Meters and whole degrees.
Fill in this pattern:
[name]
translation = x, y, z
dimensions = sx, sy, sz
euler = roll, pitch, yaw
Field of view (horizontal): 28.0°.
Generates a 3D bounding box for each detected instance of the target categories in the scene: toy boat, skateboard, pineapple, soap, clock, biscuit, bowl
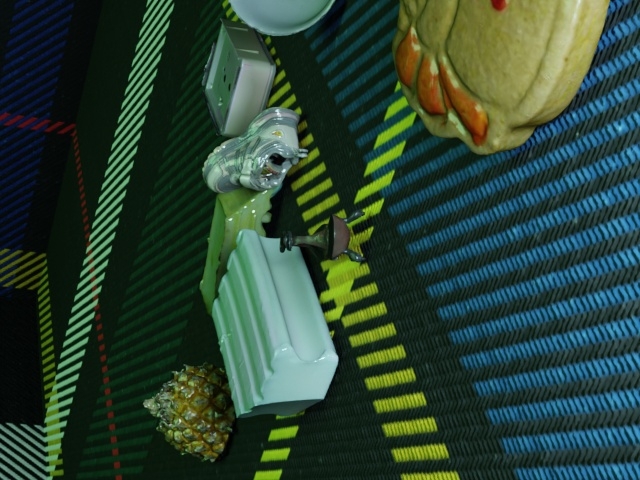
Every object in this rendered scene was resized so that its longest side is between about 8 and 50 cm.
[toy boat]
translation = -0.134, 0.013, 2.027
dimensions = 0.111, 0.084, 0.276
euler = -121, 42, -58
[skateboard]
translation = 0.000, 0.000, 1.667
dimensions = 0.151, 0.080, 0.067
euler = 163, 107, -71
[pineapple]
translation = -0.224, 0.277, 2.095
dimensions = 0.176, 0.136, 0.162
euler = 149, 127, -66
[soap]
translation = -0.068, 0.127, 1.786
dimensions = 0.289, 0.095, 0.173
euler = -111, 35, -52
[clock]
translation = -0.140, -0.274, 2.166
dimensions = 0.192, 0.071, 0.147
euler = -115, 37, -56
[biscuit]
translation = 0.155, -0.270, 1.275
dimensions = 0.381, 0.074, 0.359
euler = 48, 135, 49
[bowl]
translation = -0.038, -0.386, 1.867
dimensions = 0.086, 0.189, 0.189
euler = -4, -75, -68

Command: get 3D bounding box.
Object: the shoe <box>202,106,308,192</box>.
[shoe]
translation = -0.092, -0.115, 1.929
dimensions = 0.180, 0.089, 0.092
euler = -38, 57, 20
